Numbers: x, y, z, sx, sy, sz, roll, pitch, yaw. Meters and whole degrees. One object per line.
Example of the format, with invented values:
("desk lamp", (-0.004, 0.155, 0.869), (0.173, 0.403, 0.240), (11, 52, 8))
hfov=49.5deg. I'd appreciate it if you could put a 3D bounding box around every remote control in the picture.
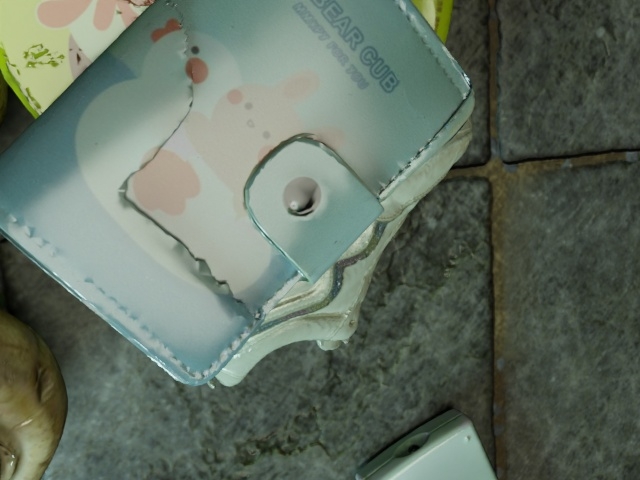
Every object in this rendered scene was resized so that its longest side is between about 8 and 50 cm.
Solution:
("remote control", (0.169, 0.366, 0.801), (0.145, 0.050, 0.344), (-29, 109, -13))

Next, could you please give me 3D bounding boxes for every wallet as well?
("wallet", (-0.045, -0.058, 0.397), (0.250, 0.075, 0.176), (-46, 106, -7))

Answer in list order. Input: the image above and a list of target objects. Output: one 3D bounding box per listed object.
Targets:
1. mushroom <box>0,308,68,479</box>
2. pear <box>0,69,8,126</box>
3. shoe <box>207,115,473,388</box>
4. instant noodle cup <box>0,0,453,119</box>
("mushroom", (-0.312, 0.141, 0.506), (0.254, 0.184, 0.255), (-9, 118, -18))
("pear", (-0.307, -0.129, 0.486), (0.178, 0.178, 0.178), (-4, 101, -19))
("shoe", (0.000, 0.000, 0.639), (0.342, 0.132, 0.211), (-27, 120, -17))
("instant noodle cup", (-0.085, -0.182, 0.514), (0.311, 0.221, 0.311), (-3, 101, -18))
